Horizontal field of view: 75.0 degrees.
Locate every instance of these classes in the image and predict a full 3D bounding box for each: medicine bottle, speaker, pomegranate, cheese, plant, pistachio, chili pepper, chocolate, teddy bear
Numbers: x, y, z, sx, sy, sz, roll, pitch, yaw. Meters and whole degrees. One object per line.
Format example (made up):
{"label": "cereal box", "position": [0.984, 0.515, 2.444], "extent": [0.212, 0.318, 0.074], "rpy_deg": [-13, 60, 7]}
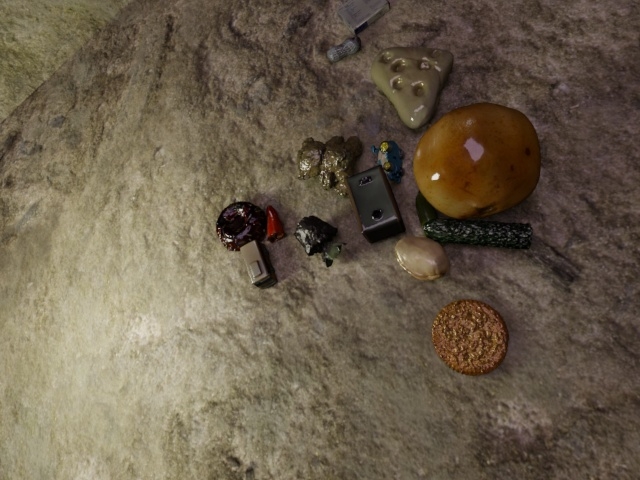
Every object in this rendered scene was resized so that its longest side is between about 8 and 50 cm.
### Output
{"label": "medicine bottle", "position": [0.195, -1.071, 1.931], "extent": [0.201, 0.052, 0.171], "rpy_deg": [-36, 66, 7]}
{"label": "speaker", "position": [0.206, -0.128, 1.557], "extent": [0.153, 0.192, 0.231], "rpy_deg": [-20, 69, 12]}
{"label": "pomegranate", "position": [0.519, -0.267, 1.399], "extent": [0.416, 0.416, 0.417], "rpy_deg": [-6, 72, 18]}
{"label": "cheese", "position": [0.335, -0.630, 1.702], "extent": [0.328, 0.129, 0.351], "rpy_deg": [19, 79, 21]}
{"label": "plant", "position": [0.000, 0.000, 1.617], "extent": [0.203, 0.131, 0.143], "rpy_deg": [34, 118, 16]}
{"label": "pistachio", "position": [0.363, 0.062, 1.486], "extent": [0.200, 0.117, 0.145], "rpy_deg": [32, 77, 32]}
{"label": "chili pepper", "position": [-0.202, -0.081, 1.766], "extent": [0.088, 0.064, 0.169], "rpy_deg": [-36, 55, 34]}
{"label": "chocolate", "position": [0.107, -0.862, 1.887], "extent": [0.166, 0.072, 0.072], "rpy_deg": [-22, 68, 12]}
{"label": "teddy bear", "position": [0.022, -0.323, 1.706], "extent": [0.255, 0.156, 0.268], "rpy_deg": [6, 77, 23]}

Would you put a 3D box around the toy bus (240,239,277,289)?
{"label": "toy bus", "position": [-0.251, 0.098, 1.696], "extent": [0.091, 0.103, 0.182], "rpy_deg": [-27, 67, 10]}

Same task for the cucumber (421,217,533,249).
{"label": "cucumber", "position": [0.531, -0.025, 1.437], "extent": [0.358, 0.096, 0.097], "rpy_deg": [3, 75, 11]}

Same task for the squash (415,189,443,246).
{"label": "squash", "position": [0.397, -0.088, 1.547], "extent": [0.066, 0.066, 0.252], "rpy_deg": [-19, 67, 13]}

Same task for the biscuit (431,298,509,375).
{"label": "biscuit", "position": [0.500, 0.320, 1.401], "extent": [0.253, 0.035, 0.254], "rpy_deg": [-6, 71, 18]}

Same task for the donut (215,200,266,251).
{"label": "donut", "position": [-0.345, -0.066, 1.783], "extent": [0.234, 0.089, 0.235], "rpy_deg": [-7, 65, 15]}

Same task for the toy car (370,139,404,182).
{"label": "toy car", "position": [0.264, -0.306, 1.645], "extent": [0.098, 0.126, 0.162], "rpy_deg": [-8, 80, 40]}
